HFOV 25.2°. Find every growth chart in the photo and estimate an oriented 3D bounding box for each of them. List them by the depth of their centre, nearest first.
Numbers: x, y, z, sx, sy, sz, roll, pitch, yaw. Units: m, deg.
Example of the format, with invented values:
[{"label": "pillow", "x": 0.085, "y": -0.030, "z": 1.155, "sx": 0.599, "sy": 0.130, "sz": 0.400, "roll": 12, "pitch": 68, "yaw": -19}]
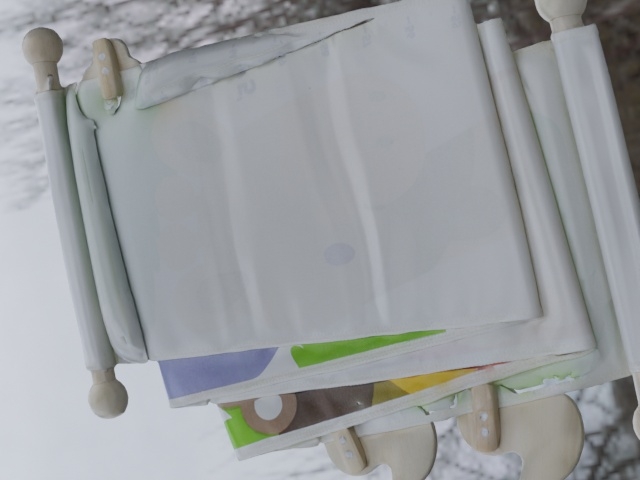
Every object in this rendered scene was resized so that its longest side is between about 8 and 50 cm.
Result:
[{"label": "growth chart", "x": 0.000, "y": 0.000, "z": 0.487, "sx": 0.021, "sy": 0.237, "sz": 0.172, "roll": -14, "pitch": -81, "yaw": -62}]
